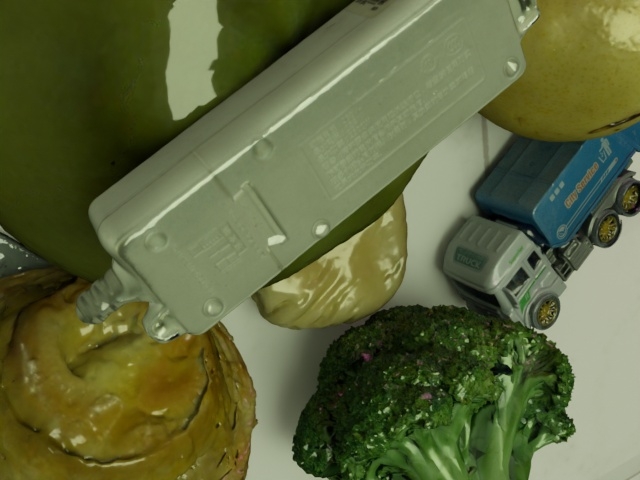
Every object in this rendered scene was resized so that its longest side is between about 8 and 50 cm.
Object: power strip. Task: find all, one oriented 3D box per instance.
[{"bbox_3d":[-0.007,-0.059,0.455,0.338,0.058,0.098,-39,130,-8],"label":"power strip"}]

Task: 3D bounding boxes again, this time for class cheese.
[{"bbox_3d":[0.000,0.000,0.930,0.213,0.117,0.226,-1,99,-26],"label":"cheese"}]

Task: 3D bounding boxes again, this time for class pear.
[{"bbox_3d":[0.306,-0.273,0.925,0.309,0.309,0.309,-9,108,-28],"label":"pear"}]

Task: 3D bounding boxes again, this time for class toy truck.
[{"bbox_3d":[0.336,-0.045,1.090,0.175,0.146,0.367,43,80,-32],"label":"toy truck"}]

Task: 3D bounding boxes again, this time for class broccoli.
[{"bbox_3d":[0.151,0.230,0.963,0.321,0.310,0.413,-47,156,-28],"label":"broccoli"}]

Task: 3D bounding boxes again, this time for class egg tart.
[{"bbox_3d":[-0.206,0.143,0.710,0.341,0.129,0.341,13,55,-19],"label":"egg tart"}]

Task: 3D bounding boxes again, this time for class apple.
[{"bbox_3d":[-0.111,-0.171,0.638,0.473,0.473,0.474,-9,108,-28],"label":"apple"}]

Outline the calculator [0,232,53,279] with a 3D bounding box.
[{"bbox_3d":[-0.386,0.049,0.767,0.261,0.021,0.161,35,84,-33],"label":"calculator"}]
